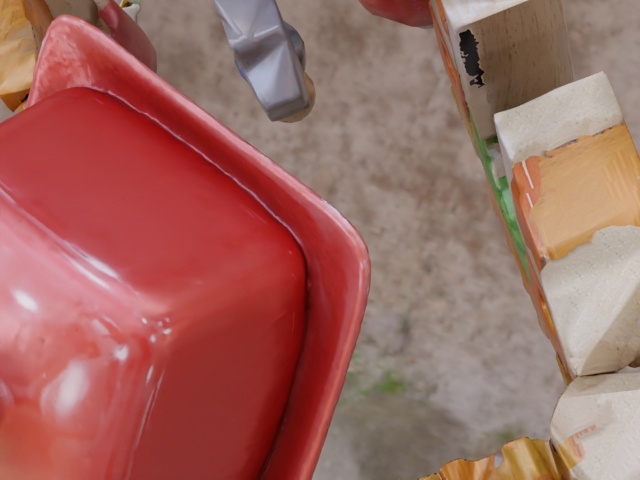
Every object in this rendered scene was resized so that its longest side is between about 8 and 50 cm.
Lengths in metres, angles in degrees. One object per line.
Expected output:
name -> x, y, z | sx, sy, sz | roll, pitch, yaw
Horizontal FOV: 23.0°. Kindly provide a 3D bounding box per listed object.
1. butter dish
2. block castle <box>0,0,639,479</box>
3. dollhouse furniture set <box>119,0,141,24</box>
butter dish -> -0.084, 0.034, 0.506 | 0.160, 0.118, 0.160 | 38, 129, 28
block castle -> 0.000, 0.000, 0.807 | 0.303, 0.213, 0.453 | -19, 60, 4
dollhouse furniture set -> -0.146, -0.167, 1.022 | 0.076, 0.058, 0.152 | -118, 27, -78
